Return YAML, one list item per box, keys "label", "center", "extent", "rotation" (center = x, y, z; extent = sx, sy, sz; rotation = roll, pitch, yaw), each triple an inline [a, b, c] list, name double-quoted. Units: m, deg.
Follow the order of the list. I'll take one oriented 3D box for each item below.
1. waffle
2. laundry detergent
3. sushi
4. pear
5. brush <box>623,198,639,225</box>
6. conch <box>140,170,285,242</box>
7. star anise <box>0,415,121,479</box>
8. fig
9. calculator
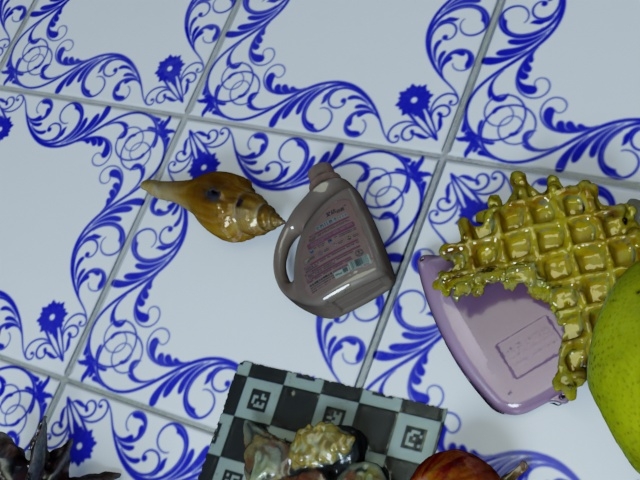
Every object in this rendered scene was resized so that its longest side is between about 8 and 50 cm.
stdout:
- label: "waffle"
  center: [0.309, 0.035, 1.300]
  extent: [0.293, 0.069, 0.260]
  rotation: [38, 82, 26]
- label: "laundry detergent"
  center: [0.000, 0.000, 1.501]
  extent: [0.171, 0.076, 0.237]
  rotation: [-29, 56, 10]
- label: "sushi"
  center: [-0.040, 0.352, 1.350]
  extent: [0.343, 0.064, 0.359]
  rotation: [9, 70, 28]
- label: "pear"
  center: [0.439, 0.142, 1.108]
  extent: [0.294, 0.294, 0.294]
  rotation: [-11, 61, 20]
- label: "brush"
  center: [0.523, 0.024, 1.267]
  extent: [0.321, 0.050, 0.060]
  rotation: [27, 81, 40]
- label: "conch"
  center: [-0.182, -0.069, 1.610]
  extent: [0.330, 0.093, 0.109]
  rotation: [19, 82, 32]
- label: "star anise"
  center: [-0.406, 0.398, 1.467]
  extent: [0.212, 0.129, 0.283]
  rotation: [-41, 64, 8]
- label: "fig"
  center: [0.175, 0.311, 1.244]
  extent: [0.128, 0.128, 0.150]
  rotation: [8, 43, 28]
- label: "calculator"
  center: [0.254, 0.096, 1.354]
  extent: [0.194, 0.043, 0.294]
  rotation: [-32, 58, 6]
